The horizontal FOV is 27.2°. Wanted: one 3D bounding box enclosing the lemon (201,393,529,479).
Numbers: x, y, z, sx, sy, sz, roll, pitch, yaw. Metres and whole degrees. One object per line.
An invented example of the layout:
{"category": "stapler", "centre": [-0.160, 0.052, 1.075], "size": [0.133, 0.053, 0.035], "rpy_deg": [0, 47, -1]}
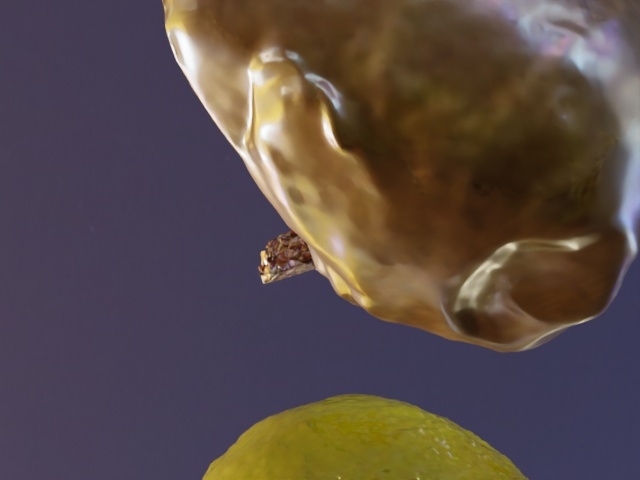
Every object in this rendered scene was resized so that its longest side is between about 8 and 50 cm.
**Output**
{"category": "lemon", "centre": [0.030, 0.246, 0.931], "size": [0.322, 0.268, 0.268], "rpy_deg": [24, -50, 31]}

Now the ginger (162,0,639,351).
{"category": "ginger", "centre": [0.067, -0.072, 0.658], "size": [0.223, 0.200, 0.269], "rpy_deg": [-9, -51, 25]}

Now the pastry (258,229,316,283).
{"category": "pastry", "centre": [0.000, 0.000, 1.622], "size": [0.169, 0.087, 0.063], "rpy_deg": [-18, -98, -4]}
